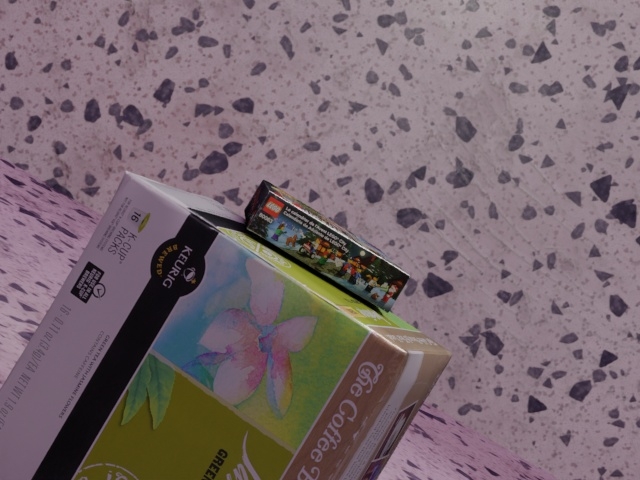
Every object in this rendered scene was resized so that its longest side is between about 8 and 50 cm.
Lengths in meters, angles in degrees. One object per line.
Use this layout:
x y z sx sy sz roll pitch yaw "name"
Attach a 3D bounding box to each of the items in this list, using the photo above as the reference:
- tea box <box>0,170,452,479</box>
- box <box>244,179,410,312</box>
-0.104 0.162 1.133 0.323 0.329 0.220 31 4 17 "tea box"
0.000 0.000 1.212 0.159 0.044 0.233 32 3 -7 "box"
